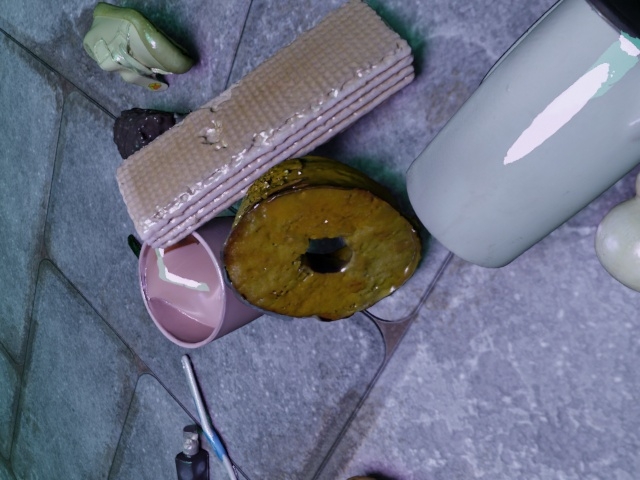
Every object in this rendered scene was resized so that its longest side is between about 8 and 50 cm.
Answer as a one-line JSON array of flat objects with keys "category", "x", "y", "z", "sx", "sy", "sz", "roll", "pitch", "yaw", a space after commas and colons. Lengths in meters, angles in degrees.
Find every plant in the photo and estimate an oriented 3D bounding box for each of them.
[{"category": "plant", "x": -0.282, "y": -0.178, "z": 0.844, "sx": 0.203, "sy": 0.131, "sz": 0.143, "roll": 32, "pitch": 114, "yaw": 36}]

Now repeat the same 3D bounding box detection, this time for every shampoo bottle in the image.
[{"category": "shampoo bottle", "x": -0.283, "y": 0.513, "z": 1.022, "sx": 0.063, "sy": 0.057, "sz": 0.208, "roll": 5, "pitch": 102, "yaw": 34}]

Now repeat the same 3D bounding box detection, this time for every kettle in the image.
[{"category": "kettle", "x": 0.221, "y": -0.128, "z": 0.476, "sx": 0.255, "sy": 0.165, "sz": 0.240, "roll": 125, "pitch": 154, "yaw": -45}]

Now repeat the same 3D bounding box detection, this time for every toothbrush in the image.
[{"category": "toothbrush", "x": -0.226, "y": 0.428, "z": 0.987, "sx": 0.040, "sy": 0.040, "sz": 0.386, "roll": -26, "pitch": 80, "yaw": 35}]

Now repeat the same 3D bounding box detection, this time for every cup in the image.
[{"category": "cup", "x": -0.182, "y": 0.056, "z": 0.778, "sx": 0.252, "sy": 0.200, "sz": 0.192, "roll": -8, "pitch": 94, "yaw": 34}]

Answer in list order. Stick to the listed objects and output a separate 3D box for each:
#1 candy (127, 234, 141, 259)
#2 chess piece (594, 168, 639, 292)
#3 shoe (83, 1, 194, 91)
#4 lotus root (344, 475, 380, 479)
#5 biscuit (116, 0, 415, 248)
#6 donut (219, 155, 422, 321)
[{"category": "candy", "x": -0.341, "y": 0.086, "z": 0.978, "sx": 0.323, "sy": 0.097, "sz": 0.097, "roll": 44, "pitch": 120, "yaw": 28}, {"category": "chess piece", "x": 0.370, "y": -0.057, "z": 0.432, "sx": 0.144, "sy": 0.144, "sz": 0.251, "roll": 40, "pitch": 125, "yaw": 22}, {"category": "shoe", "x": -0.338, "y": -0.354, "z": 0.856, "sx": 0.262, "sy": 0.140, "sz": 0.128, "roll": 35, "pitch": 107, "yaw": 30}, {"category": "lotus root", "x": 0.142, "y": 0.485, "z": 0.668, "sx": 0.342, "sy": 0.151, "sz": 0.169, "roll": 23, "pitch": 112, "yaw": 32}, {"category": "biscuit", "x": -0.085, "y": -0.158, "z": 0.624, "sx": 0.426, "sy": 0.078, "sz": 0.144, "roll": -34, "pitch": 62, "yaw": 3}, {"category": "donut", "x": 0.000, "y": 0.000, "z": 0.631, "sx": 0.272, "sy": 0.272, "sz": 0.107, "roll": -49, "pitch": 34, "yaw": 31}]
